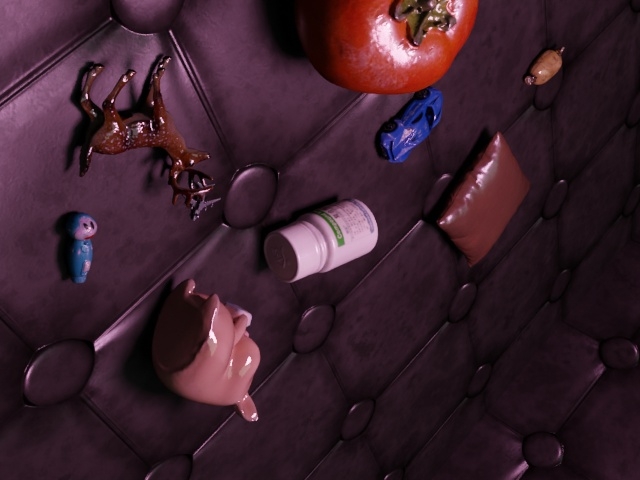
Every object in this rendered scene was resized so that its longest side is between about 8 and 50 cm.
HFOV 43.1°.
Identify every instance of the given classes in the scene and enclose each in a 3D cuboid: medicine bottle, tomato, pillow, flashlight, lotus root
[{"bbox_3d":[0.000,0.000,1.767,0.237,0.139,0.139,-22,131,-38],"label":"medicine bottle"},{"bbox_3d":[0.110,-0.436,1.479,0.341,0.272,0.341,-14,113,-35],"label":"tomato"},{"bbox_3d":[0.449,-0.107,2.241,0.308,0.108,0.305,-55,143,-3],"label":"pillow"},{"bbox_3d":[-0.407,0.012,1.373,0.051,0.051,0.129,-18,134,-42],"label":"flashlight"},{"bbox_3d":[0.620,-0.477,2.218,0.152,0.063,0.072,-46,133,-11],"label":"lotus root"}]

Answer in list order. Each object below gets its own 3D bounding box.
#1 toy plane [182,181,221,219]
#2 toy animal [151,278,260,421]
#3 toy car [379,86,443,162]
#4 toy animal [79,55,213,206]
[{"bbox_3d":[-0.228,-0.074,1.537,0.078,0.024,0.084,5,112,-32],"label":"toy plane"},{"bbox_3d":[-0.225,0.220,1.633,0.256,0.195,0.213,38,77,-52],"label":"toy animal"},{"bbox_3d":[0.221,-0.269,1.894,0.216,0.063,0.103,-45,141,-17],"label":"toy car"},{"bbox_3d":[-0.292,-0.176,1.362,0.243,0.087,0.260,-9,125,-30],"label":"toy animal"}]
